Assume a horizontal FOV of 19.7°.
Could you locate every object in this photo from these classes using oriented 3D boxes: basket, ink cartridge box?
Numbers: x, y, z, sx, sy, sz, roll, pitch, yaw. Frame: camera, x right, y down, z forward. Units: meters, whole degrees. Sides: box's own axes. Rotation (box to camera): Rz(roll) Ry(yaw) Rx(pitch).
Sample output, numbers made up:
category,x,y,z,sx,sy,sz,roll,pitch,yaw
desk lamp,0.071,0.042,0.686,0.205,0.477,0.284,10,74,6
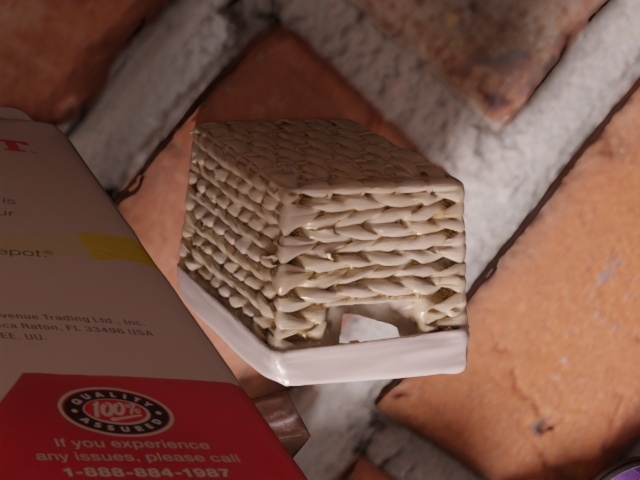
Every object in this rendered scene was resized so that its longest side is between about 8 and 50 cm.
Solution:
category,x,y,z,sx,sy,sz,roll,pitch,yaw
basket,0.000,0.000,0.976,0.113,0.167,0.103,-3,107,-22
ink cartridge box,-0.207,0.075,0.794,0.279,0.384,0.160,3,113,-24

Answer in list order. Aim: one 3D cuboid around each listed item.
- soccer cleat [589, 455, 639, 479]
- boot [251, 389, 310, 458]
category,x,y,z,sx,sy,sz,roll,pitch,yaw
soccer cleat,0.225,0.293,1.219,0.109,0.116,0.318,-13,116,-18
boot,-0.061,0.096,1.062,0.114,0.037,0.106,-6,126,-17
